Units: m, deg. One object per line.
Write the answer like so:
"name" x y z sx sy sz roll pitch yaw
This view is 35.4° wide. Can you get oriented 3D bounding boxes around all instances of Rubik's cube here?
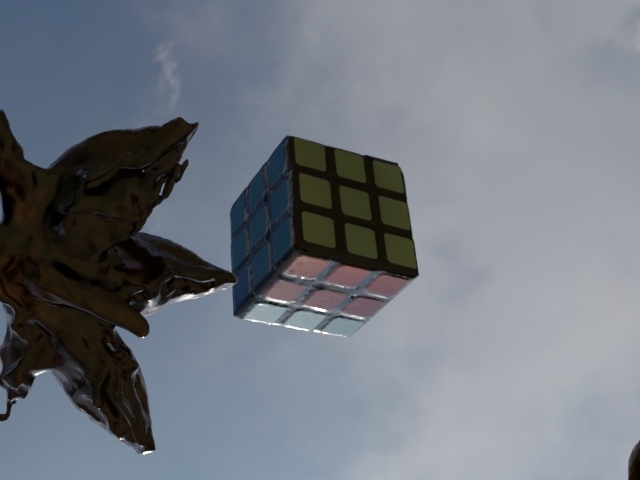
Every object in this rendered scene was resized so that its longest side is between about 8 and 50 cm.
"Rubik's cube" 0.000 0.000 1.154 0.163 0.160 0.162 12 -128 -27

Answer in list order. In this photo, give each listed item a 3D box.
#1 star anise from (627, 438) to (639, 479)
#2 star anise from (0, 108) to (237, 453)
"star anise" 0.490 0.261 1.348 0.292 0.109 0.350 -6 -68 -53
"star anise" -0.117 0.005 0.495 0.157 0.053 0.212 -28 -78 -6
